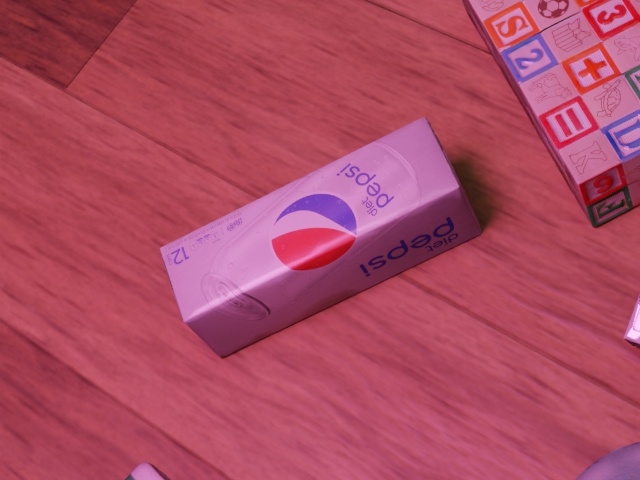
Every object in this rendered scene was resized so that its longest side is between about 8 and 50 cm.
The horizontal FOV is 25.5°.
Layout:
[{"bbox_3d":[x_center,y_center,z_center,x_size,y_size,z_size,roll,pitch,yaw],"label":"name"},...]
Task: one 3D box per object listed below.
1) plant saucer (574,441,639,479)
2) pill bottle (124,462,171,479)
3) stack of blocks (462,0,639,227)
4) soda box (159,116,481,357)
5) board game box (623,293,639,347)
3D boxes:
[{"bbox_3d":[0.276,0.247,1.137,0.195,0.037,0.195,-9,61,17],"label":"plant saucer"},{"bbox_3d":[-0.181,0.307,1.230,0.117,0.117,0.208,37,80,32],"label":"pill bottle"},{"bbox_3d":[0.263,-0.180,1.341,0.171,0.087,0.297,-28,57,5],"label":"stack of blocks"},{"bbox_3d":[0.000,0.000,1.339,0.286,0.098,0.091,-26,57,5],"label":"soda box"},{"bbox_3d":[0.426,0.043,1.156,0.305,0.053,0.193,18,86,28],"label":"board game box"}]
